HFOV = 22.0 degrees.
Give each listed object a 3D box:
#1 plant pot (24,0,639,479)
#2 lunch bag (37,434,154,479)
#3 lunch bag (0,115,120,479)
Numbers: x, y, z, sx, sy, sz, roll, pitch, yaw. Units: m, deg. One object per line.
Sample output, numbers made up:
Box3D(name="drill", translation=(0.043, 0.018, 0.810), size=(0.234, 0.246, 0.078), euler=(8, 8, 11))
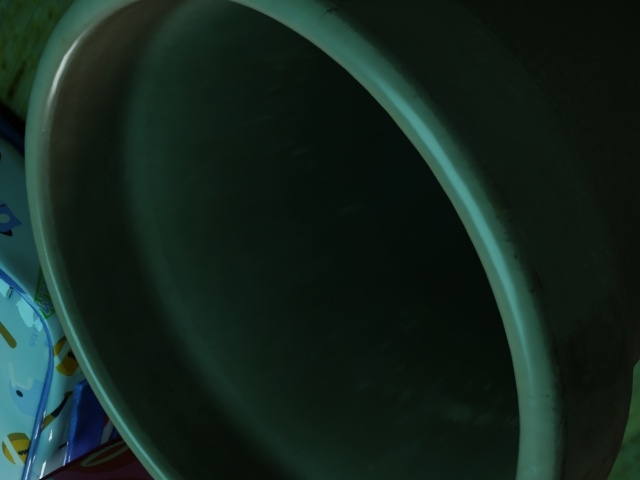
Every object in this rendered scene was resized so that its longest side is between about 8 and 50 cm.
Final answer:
Box3D(name="plant pot", translation=(0.052, -0.017, 0.653), size=(0.263, 0.229, 0.263), euler=(27, 131, 36))
Box3D(name="lunch bag", translation=(-0.127, 0.212, 0.941), size=(0.258, 0.293, 0.120), euler=(18, 125, 42))
Box3D(name="lunch bag", translation=(-0.227, 0.076, 1.117), size=(0.243, 0.115, 0.303), euler=(40, 136, 21))
